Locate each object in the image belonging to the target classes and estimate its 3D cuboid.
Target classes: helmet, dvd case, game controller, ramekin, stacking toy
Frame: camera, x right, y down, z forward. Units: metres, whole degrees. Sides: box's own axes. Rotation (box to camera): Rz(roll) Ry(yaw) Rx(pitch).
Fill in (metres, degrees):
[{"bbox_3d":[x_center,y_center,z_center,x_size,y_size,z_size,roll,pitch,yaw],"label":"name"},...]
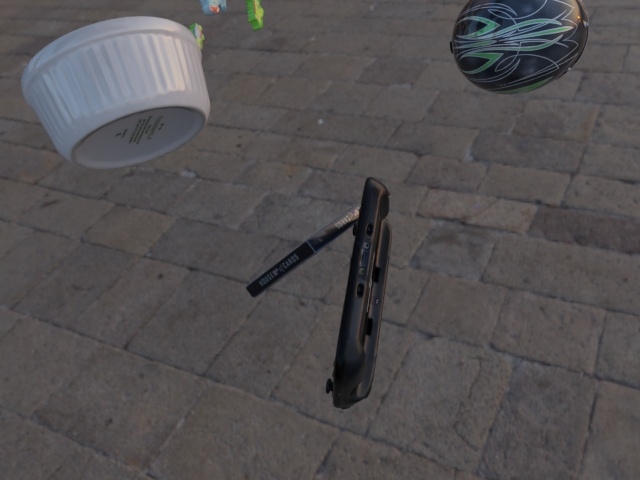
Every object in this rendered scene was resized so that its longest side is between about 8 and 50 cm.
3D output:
[{"bbox_3d":[0.267,-0.278,0.872,0.170,0.169,0.161,-10,16,2],"label":"helmet"},{"bbox_3d":[0.000,0.000,1.075,0.179,0.029,0.239,-37,0,43],"label":"dvd case"},{"bbox_3d":[0.054,0.067,0.898,0.067,0.166,0.319,2,55,13],"label":"game controller"},{"bbox_3d":[-0.294,-0.208,0.968,0.273,0.273,0.127,-20,82,-10],"label":"ramekin"},{"bbox_3d":[-0.186,-0.435,1.049,0.167,0.221,0.052,-7,10,40],"label":"stacking toy"}]
